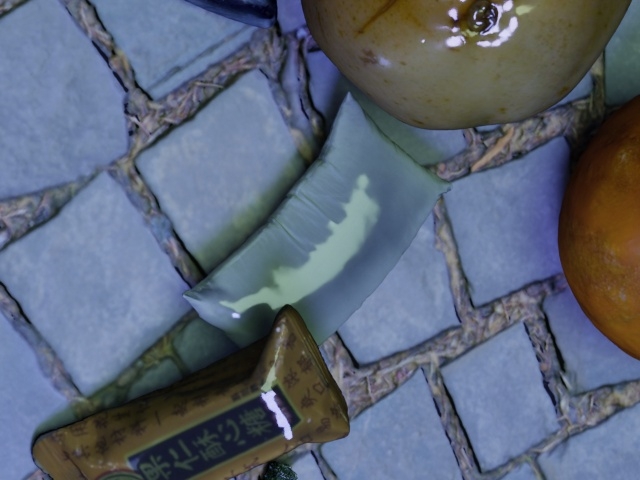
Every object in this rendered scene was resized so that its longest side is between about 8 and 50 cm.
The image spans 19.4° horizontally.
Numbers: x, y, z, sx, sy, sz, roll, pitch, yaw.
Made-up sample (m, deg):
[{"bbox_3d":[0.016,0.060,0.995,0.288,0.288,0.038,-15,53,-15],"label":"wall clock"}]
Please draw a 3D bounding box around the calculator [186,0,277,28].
[{"bbox_3d":[-0.119,-0.311,1.645,0.268,0.040,0.177,29,81,-19],"label":"calculator"}]

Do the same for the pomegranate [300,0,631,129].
[{"bbox_3d":[0.130,-0.247,1.628,0.319,0.319,0.319,-2,96,-24],"label":"pomegranate"}]

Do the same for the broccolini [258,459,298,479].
[{"bbox_3d":[-0.064,0.266,1.722,0.030,0.035,0.140,33,83,-20],"label":"broccolini"}]

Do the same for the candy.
[{"bbox_3d":[-0.108,0.173,1.637,0.271,0.101,0.143,-28,106,11],"label":"candy"}]

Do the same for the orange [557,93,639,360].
[{"bbox_3d":[0.367,-0.013,1.790,0.284,0.226,0.284,-6,104,-25],"label":"orange"}]

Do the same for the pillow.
[{"bbox_3d":[0.000,-0.001,1.700,0.144,0.078,0.254,44,79,-21],"label":"pillow"}]
